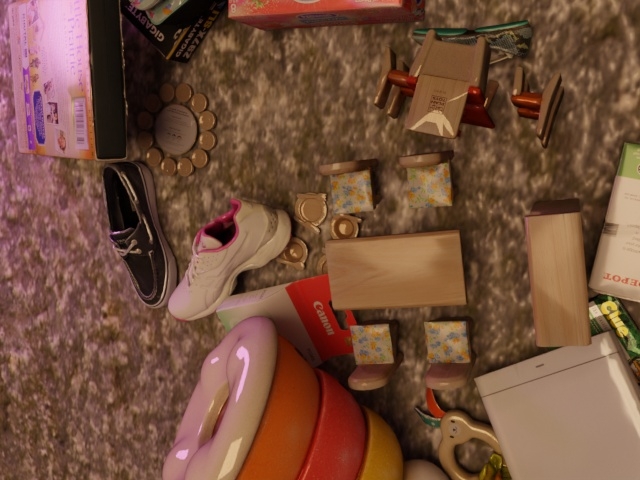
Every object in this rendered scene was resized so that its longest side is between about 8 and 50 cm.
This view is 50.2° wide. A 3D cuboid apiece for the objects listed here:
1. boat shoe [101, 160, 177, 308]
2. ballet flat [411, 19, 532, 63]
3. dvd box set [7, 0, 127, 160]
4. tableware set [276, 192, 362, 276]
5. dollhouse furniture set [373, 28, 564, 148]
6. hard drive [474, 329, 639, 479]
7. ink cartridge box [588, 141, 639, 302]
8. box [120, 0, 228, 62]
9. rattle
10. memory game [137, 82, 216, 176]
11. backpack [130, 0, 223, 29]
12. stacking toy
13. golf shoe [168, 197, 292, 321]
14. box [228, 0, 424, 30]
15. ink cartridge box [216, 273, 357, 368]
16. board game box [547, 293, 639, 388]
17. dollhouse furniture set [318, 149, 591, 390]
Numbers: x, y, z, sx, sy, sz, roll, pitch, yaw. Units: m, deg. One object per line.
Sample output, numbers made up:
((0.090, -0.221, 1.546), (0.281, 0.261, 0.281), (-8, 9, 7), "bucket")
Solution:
((-0.366, -0.008, 1.344), (0.108, 0.102, 0.301), (-7, 94, 23), "boat shoe")
((0.236, -0.306, 1.076), (0.188, 0.070, 0.070), (4, 99, 25), "ballet flat")
((-0.480, -0.308, 1.270), (0.420, 0.062, 0.308), (10, 104, 49), "dvd box set")
((0.000, 0.000, 1.238), (0.141, 0.020, 0.169), (21, 105, 19), "tableware set")
((0.201, -0.199, 0.998), (0.262, 0.259, 0.135), (16, 93, 22), "dollhouse furniture set")
((0.401, 0.341, 1.030), (0.233, 0.047, 0.353), (-29, 72, 32), "hard drive")
((0.495, -0.021, 0.988), (0.160, 0.092, 0.220), (15, 103, 20), "ink cartridge box")
((-0.299, -0.533, 1.259), (0.322, 0.079, 0.257), (46, 110, 11), "box")
((0.224, 0.352, 1.133), (0.200, 0.142, 0.130), (52, 131, 2), "rattle")
((-0.281, -0.215, 1.330), (0.186, 0.012, 0.186), (3, 98, 23), "memory game")
((-0.257, -0.471, 1.134), (0.165, 0.144, 0.188), (-29, 82, 28), "backpack")
((0.013, 0.364, 1.132), (0.479, 0.351, 0.351), (26, 109, -16), "stacking toy")
((-0.196, 0.031, 1.249), (0.306, 0.140, 0.115), (-43, 47, 19), "golf shoe")
((0.010, -0.432, 1.107), (0.299, 0.142, 0.154), (5, 100, 22), "box")
((-0.050, 0.164, 1.228), (0.224, 0.056, 0.181), (-13, 117, 24), "ink cartridge box")
((0.467, 0.218, 1.069), (0.136, 0.030, 0.260), (-33, 84, 25), "board game box")
((0.188, 0.047, 1.026), (0.394, 0.256, 0.362), (-5, 97, 20), "dollhouse furniture set")
